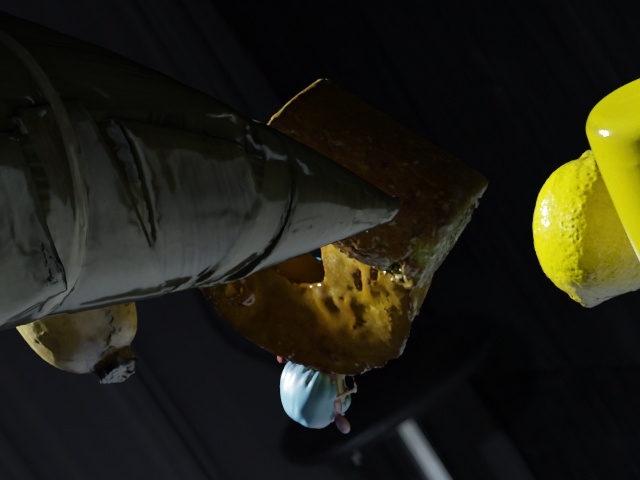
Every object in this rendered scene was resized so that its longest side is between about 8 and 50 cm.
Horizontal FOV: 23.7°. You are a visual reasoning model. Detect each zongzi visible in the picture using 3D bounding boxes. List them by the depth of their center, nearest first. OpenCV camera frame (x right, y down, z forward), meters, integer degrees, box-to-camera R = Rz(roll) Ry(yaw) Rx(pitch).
[{"bbox_3d":[-0.264,-0.086,1.082,0.467,0.218,0.500,2,23,-44],"label":"zongzi"}]

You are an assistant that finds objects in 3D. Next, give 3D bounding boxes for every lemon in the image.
[{"bbox_3d":[0.370,-0.018,2.026,0.181,0.181,0.193,-17,50,54],"label":"lemon"}]

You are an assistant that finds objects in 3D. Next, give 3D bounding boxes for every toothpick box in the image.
[{"bbox_3d":[0.429,-0.050,1.771,0.175,0.271,0.175,-21,20,8],"label":"toothpick box"}]

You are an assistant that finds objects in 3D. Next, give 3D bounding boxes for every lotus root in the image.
[{"bbox_3d":[-0.344,0.071,2.049,0.146,0.284,0.160,-34,-4,-44],"label":"lotus root"}]

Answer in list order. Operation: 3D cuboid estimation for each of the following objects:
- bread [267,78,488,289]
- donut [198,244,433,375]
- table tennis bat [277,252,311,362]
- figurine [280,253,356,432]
[{"bbox_3d":[0.036,-0.045,1.234,0.103,0.172,0.132,-62,-9,30],"label":"bread"},{"bbox_3d":[-0.002,-0.001,1.550,0.278,0.277,0.108,-22,13,42],"label":"donut"},{"bbox_3d":[-0.049,0.063,1.689,0.098,0.154,0.019,-14,19,-14],"label":"table tennis bat"},{"bbox_3d":[-0.027,0.141,2.171,0.103,0.260,0.205,-20,23,-35],"label":"figurine"}]
